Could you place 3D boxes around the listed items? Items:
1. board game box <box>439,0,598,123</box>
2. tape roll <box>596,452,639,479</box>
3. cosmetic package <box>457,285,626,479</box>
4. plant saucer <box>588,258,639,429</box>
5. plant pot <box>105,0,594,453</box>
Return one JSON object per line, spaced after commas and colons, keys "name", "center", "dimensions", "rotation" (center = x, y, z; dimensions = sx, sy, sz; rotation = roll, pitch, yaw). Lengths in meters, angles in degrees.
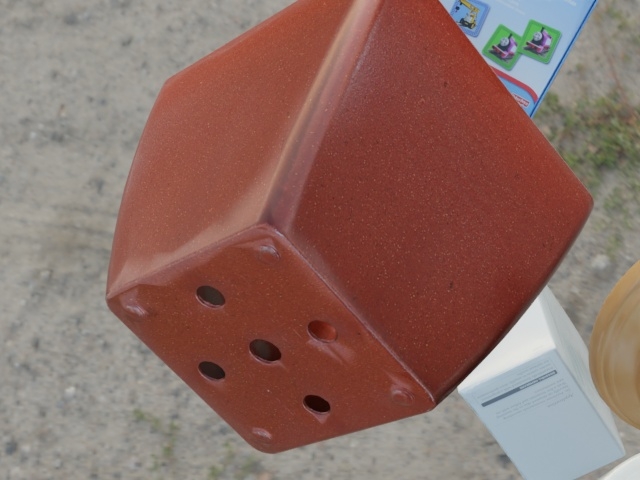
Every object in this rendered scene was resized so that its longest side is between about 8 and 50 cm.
{"name": "board game box", "center": [0.129, -0.198, 0.922], "dimensions": [0.160, 0.039, 0.211], "rotation": [30, 99, 7]}
{"name": "tape roll", "center": [0.418, 0.404, 1.264], "dimensions": [0.392, 0.072, 0.391], "rotation": [7, 60, -12]}
{"name": "cosmetic package", "center": [0.274, 0.167, 1.600], "dimensions": [0.138, 0.224, 0.224], "rotation": [-27, 33, 14]}
{"name": "plant saucer", "center": [0.294, 0.072, 0.876], "dimensions": [0.200, 0.200, 0.037], "rotation": [-40, 32, 15]}
{"name": "plant pot", "center": [0.000, 0.000, 0.895], "dimensions": [0.267, 0.267, 0.235], "rotation": [-23, 28, 41]}
